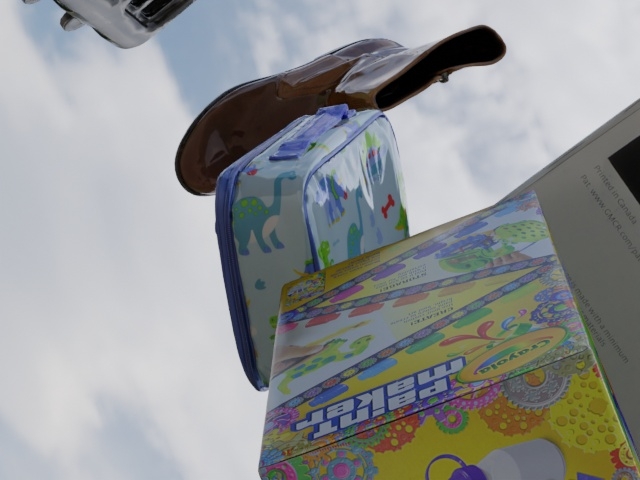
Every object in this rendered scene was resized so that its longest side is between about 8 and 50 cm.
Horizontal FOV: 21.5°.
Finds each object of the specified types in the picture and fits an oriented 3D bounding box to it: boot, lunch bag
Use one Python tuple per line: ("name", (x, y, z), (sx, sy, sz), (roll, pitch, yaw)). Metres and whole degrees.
("boot", (0.011, -0.116, 1.579), (0.280, 0.264, 0.096), (11, -58, 69))
("lunch bag", (0.000, 0.000, 1.234), (0.090, 0.219, 0.176), (-3, -71, 20))

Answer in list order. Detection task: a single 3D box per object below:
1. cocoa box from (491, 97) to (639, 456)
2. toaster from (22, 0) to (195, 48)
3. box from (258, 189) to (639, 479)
("cocoa box", (0.305, 0.063, 1.261), (0.231, 0.228, 0.347), (-36, -96, 22))
("toaster", (-0.124, -0.224, 1.103), (0.110, 0.186, 0.168), (52, 4, 12))
("box", (0.104, 0.166, 0.962), (0.279, 0.177, 0.290), (-85, 153, -72))
